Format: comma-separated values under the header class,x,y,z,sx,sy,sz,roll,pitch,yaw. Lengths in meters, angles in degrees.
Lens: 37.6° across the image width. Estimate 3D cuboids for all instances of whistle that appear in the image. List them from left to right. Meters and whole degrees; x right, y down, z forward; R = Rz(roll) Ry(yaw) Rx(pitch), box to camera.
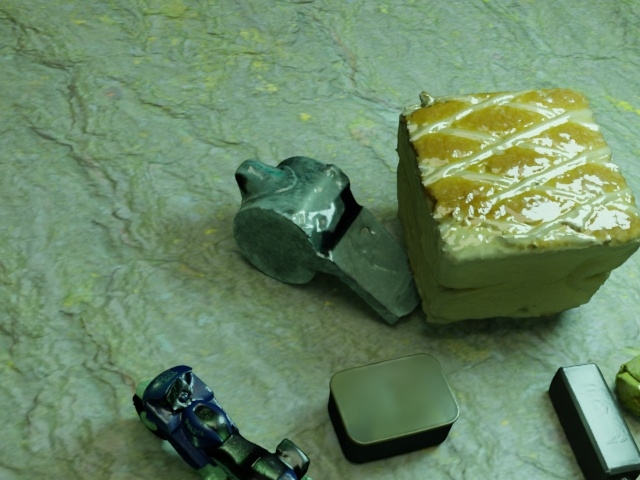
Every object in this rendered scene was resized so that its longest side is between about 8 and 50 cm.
class,x,y,z,sx,sy,sz,roll,pitch,yaw
whistle,0.017,-0.011,1.767,0.404,0.188,0.168,25,50,13

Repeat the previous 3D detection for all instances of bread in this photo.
class,x,y,z,sx,sy,sz,roll,pitch,yaw
bread,0.336,-0.067,1.721,0.390,0.279,0.371,-4,54,-13

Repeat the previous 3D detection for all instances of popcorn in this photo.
class,x,y,z,sx,sy,sz,roll,pitch,yaw
popcorn,0.584,0.257,1.678,0.116,0.121,0.106,-6,6,-44

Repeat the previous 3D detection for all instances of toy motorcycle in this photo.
class,x,y,z,sx,sy,sz,roll,pitch,yaw
toy motorcycle,-0.169,0.310,1.459,0.331,0.196,0.125,33,52,21

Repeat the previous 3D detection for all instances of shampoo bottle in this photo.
class,x,y,z,sx,sy,sz,roll,pitch,yaw
shampoo bottle,0.475,0.331,1.606,0.080,0.079,0.246,-7,51,-13

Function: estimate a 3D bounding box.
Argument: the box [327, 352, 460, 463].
class,x,y,z,sx,sy,sz,roll,pitch,yaw
box,0.119,0.286,1.589,0.201,0.090,0.144,-11,52,-17
